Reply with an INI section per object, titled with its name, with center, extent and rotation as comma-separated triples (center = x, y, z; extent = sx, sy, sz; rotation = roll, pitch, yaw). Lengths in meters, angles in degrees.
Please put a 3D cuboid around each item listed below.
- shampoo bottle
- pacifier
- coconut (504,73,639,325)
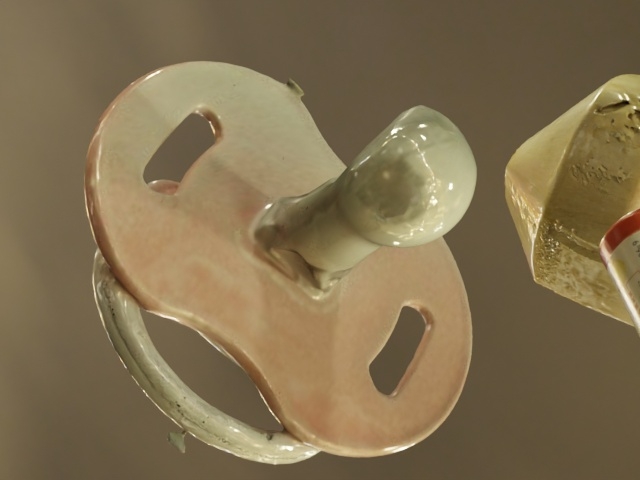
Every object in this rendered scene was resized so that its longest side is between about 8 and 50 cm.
[shampoo bottle]
center = 0.373, 0.096, 1.293
extent = 0.104, 0.104, 0.278
rotation = 115, -32, -43
[pacifier]
center = -0.009, 0.001, 0.928
extent = 0.332, 0.220, 0.273
rotation = 43, -77, -10
[coconut]
center = 0.415, -0.053, 1.741
extent = 0.353, 0.353, 0.352
rotation = 25, -55, 42
